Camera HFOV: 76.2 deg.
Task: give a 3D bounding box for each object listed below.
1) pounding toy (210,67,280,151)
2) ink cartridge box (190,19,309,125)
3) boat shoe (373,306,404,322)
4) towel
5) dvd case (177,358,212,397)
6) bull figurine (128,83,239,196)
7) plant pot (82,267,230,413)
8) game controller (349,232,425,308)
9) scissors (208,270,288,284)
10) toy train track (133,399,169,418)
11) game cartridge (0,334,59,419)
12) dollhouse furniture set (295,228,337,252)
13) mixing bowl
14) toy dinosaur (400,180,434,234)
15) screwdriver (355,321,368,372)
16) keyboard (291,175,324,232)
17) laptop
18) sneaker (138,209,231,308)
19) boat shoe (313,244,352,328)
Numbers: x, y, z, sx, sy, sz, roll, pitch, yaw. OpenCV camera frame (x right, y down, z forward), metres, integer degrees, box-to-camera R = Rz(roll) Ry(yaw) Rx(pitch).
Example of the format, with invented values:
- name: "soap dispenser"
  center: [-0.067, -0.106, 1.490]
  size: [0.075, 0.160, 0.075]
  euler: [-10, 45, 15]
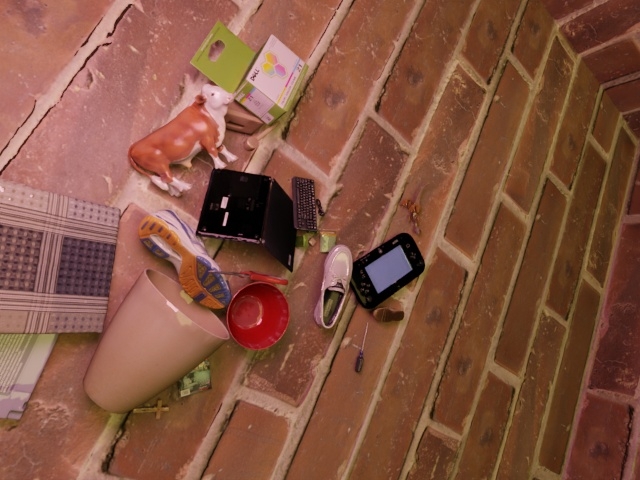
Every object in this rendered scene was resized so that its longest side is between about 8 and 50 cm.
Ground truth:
- name: "pounding toy"
  center: [-0.213, -0.341, 1.147]
  size: [0.180, 0.094, 0.206]
  euler: [7, 76, -35]
- name: "ink cartridge box"
  center: [-0.181, -0.462, 1.079]
  size: [0.255, 0.097, 0.189]
  euler: [33, 60, -26]
- name: "boat shoe"
  center: [0.229, 0.256, 1.415]
  size: [0.135, 0.045, 0.050]
  euler: [14, 88, -33]
- name: "towel"
  center: [-0.602, 0.039, 0.860]
  size: [0.324, 0.056, 0.313]
  euler: [19, 69, -52]
- name: "dvd case"
  center: [-0.340, 0.349, 1.091]
  size: [0.087, 0.013, 0.120]
  euler: [-8, 90, -31]
- name: "bull figurine"
  center: [-0.324, -0.247, 1.029]
  size: [0.310, 0.101, 0.189]
  euler: [-31, 105, 6]
- name: "plant pot"
  center: [-0.399, 0.251, 0.951]
  size: [0.256, 0.256, 0.274]
  euler: [43, 83, -22]
- name: "game controller"
  center: [0.230, 0.099, 1.411]
  size: [0.319, 0.067, 0.167]
  euler: [-29, 102, -29]
- name: "scissors"
  center: [-0.204, 0.092, 1.083]
  size: [0.297, 0.108, 0.021]
  euler: [14, 90, -51]
- name: "toy train track"
  center: [-0.429, 0.428, 1.035]
  size: [0.083, 0.014, 0.048]
  euler: [7, 91, -25]
- name: "game cartridge"
  center: [-0.683, 0.214, 0.873]
  size: [0.196, 0.060, 0.295]
  euler: [27, 74, -30]
- name: "dollhouse furniture set"
  center: [0.000, 0.000, 1.283]
  size: [0.151, 0.058, 0.076]
  euler: [3, 87, -30]
- name: "mixing bowl"
  center: [-0.187, 0.204, 1.139]
  size: [0.181, 0.098, 0.182]
  euler: [1, 88, -30]
- name: "toy dinosaur"
  center: [0.353, -0.130, 1.509]
  size: [0.112, 0.064, 0.212]
  euler: [8, 92, -48]
- name: "screwdriver"
  center: [0.140, 0.357, 1.375]
  size: [0.025, 0.024, 0.170]
  euler: [10, 74, -1]
- name: "keyboard"
  center: [-0.034, -0.111, 1.259]
  size: [0.108, 0.023, 0.180]
  euler: [10, 65, -30]
- name: "laptop"
  center: [-0.190, -0.058, 1.148]
  size: [0.264, 0.137, 0.235]
  euler: [8, 55, -7]
- name: "sneaker"
  center: [-0.320, 0.038, 1.047]
  size: [0.111, 0.131, 0.297]
  euler: [-31, 105, 17]
- name: "boat shoe"
  center: [0.045, 0.143, 1.269]
  size: [0.096, 0.088, 0.268]
  euler: [21, 84, -12]
